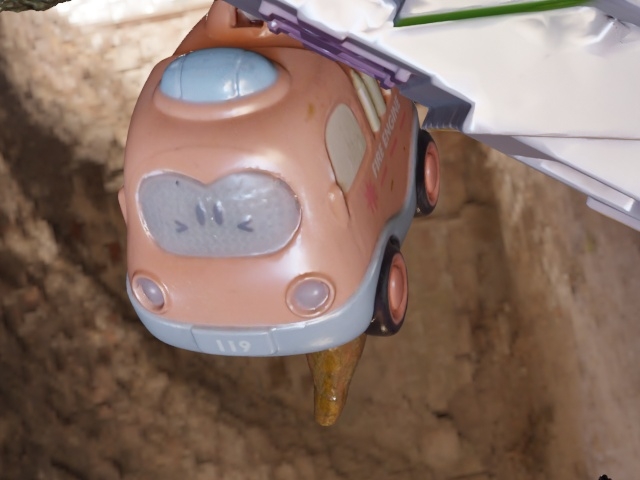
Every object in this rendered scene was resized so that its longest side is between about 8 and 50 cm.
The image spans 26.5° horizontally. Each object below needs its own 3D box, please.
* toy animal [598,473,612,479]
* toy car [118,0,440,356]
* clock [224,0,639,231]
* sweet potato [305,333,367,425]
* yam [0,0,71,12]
[{"bbox_3d":[0.290,0.261,1.230,0.087,0.243,0.260,46,-164,26],"label":"toy animal"},{"bbox_3d":[-0.034,-0.062,0.919,0.270,0.181,0.212,-70,-28,-46],"label":"toy car"},{"bbox_3d":[0.116,-0.092,0.460,0.166,0.310,0.235,-63,3,4],"label":"clock"},{"bbox_3d":[0.000,0.000,1.156,0.066,0.072,0.314,-11,82,47],"label":"sweet potato"},{"bbox_3d":[-0.251,-0.328,1.142,0.300,0.195,0.195,104,156,-67],"label":"yam"}]
